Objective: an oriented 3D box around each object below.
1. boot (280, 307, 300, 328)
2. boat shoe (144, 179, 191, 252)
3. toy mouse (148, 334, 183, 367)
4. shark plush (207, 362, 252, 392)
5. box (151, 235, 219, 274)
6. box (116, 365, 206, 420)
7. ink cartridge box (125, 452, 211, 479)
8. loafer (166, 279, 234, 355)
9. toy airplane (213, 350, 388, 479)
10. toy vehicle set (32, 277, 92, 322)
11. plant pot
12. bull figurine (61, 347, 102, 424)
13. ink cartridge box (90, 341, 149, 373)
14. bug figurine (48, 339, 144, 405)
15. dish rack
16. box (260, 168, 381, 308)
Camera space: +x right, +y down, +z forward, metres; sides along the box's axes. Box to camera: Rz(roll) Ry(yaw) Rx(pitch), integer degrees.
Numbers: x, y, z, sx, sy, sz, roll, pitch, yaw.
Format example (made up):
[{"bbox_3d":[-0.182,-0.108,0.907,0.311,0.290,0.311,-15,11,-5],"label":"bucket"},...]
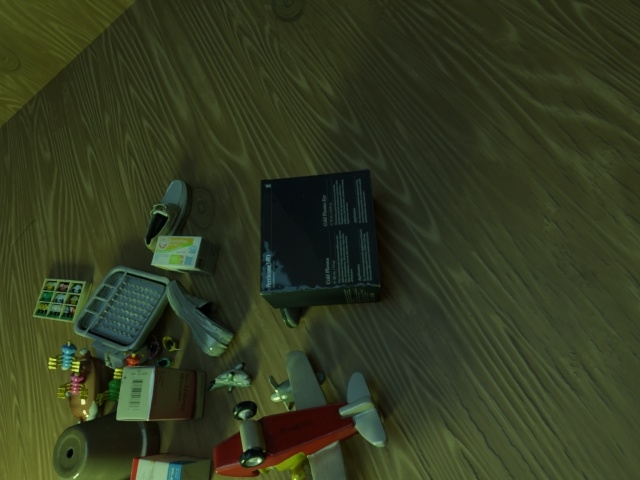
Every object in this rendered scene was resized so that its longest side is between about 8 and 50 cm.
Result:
[{"bbox_3d":[-0.039,0.133,1.368,0.161,0.083,0.246,-9,69,18],"label":"boot"},{"bbox_3d":[-0.570,-0.098,1.704,0.113,0.103,0.302,-1,72,26],"label":"boat shoe"},{"bbox_3d":[-0.544,0.393,1.553,0.161,0.031,0.143,27,85,32],"label":"toy mouse"},{"bbox_3d":[-0.288,0.440,1.397,0.161,0.073,0.067,-27,92,11],"label":"shark plush"},{"bbox_3d":[-0.475,0.051,1.601,0.203,0.103,0.114,1,73,27],"label":"box"},{"bbox_3d":[-0.471,0.463,1.372,0.127,0.232,0.149,-9,68,24],"label":"box"},{"bbox_3d":[-0.459,0.682,1.344,0.231,0.134,0.078,-6,70,24],"label":"ink cartridge box"},{"bbox_3d":[-0.395,0.236,1.497,0.111,0.112,0.319,-45,66,0],"label":"loafer"},{"bbox_3d":[-0.019,0.497,1.147,0.384,0.272,0.386,21,45,21],"label":"toy airplane"},{"bbox_3d":[-1.060,0.245,1.867,0.267,0.035,0.166,0,72,27],"label":"toy vehicle set"},{"bbox_3d":[-0.677,0.650,1.413,0.263,0.229,0.263,-9,68,23],"label":"plant pot"},{"bbox_3d":[-0.821,0.530,1.574,0.188,0.101,0.310,20,101,37],"label":"bull figurine"},{"bbox_3d":[-0.701,0.388,1.586,0.181,0.104,0.061,11,114,30],"label":"ink cartridge box"},{"bbox_3d":[-0.712,0.425,1.456,0.072,0.279,0.216,-112,40,-65],"label":"bug figurine"},{"bbox_3d":[-0.693,0.246,1.630,0.333,0.072,0.285,9,59,29],"label":"dish rack"},{"bbox_3d":[0.000,0.000,1.287,0.312,0.179,0.343,-4,69,5],"label":"box"}]
